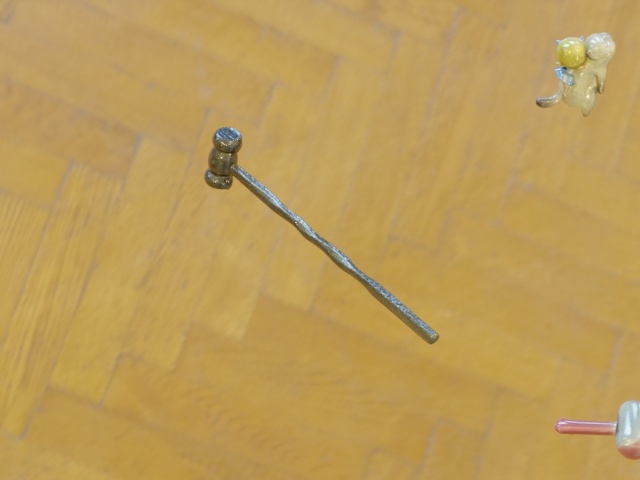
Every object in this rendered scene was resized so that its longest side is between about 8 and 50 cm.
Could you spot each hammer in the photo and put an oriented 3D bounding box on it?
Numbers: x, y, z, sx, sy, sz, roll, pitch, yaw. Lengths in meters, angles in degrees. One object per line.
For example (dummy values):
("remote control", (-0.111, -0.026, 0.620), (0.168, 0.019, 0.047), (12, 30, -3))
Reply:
("hammer", (0.242, 0.160, 1.510), (0.083, 0.031, 0.052), (1, 46, 14))
("hammer", (0.000, 0.000, 1.574), (0.029, 0.058, 0.292), (-26, 55, -38))

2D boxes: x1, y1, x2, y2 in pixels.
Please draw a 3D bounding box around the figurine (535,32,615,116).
("figurine", (0.232, -0.153, 1.606), (0.050, 0.083, 0.047), (2, 33, -25))
